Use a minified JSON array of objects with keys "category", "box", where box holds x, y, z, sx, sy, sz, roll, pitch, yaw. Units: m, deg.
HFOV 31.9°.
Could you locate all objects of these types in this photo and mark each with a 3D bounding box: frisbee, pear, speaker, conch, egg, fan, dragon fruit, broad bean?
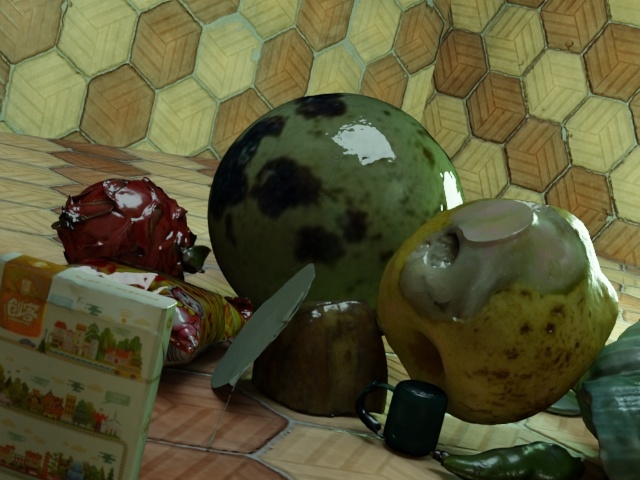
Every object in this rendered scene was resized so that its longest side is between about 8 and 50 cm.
[{"category":"frisbee","box":[0.310,0.215,1.534,0.110,0.014,0.110,14,11,-3]},{"category":"pear","box":[0.204,0.074,1.281,0.271,0.271,0.271,13,10,-2]},{"category":"speaker","box":[0.085,0.186,1.202,0.094,0.075,0.060,12,9,-6]},{"category":"conch","box":[0.377,0.197,1.285,0.220,0.277,0.195,38,-41,-18]},{"category":"egg","box":[0.014,-0.035,1.567,0.345,0.345,0.428,10,6,-23]},{"category":"fan","box":[-0.078,0.130,1.204,0.010,0.182,0.310,40,29,-10]},{"category":"dragon fruit","box":[-0.262,-0.005,1.537,0.209,0.172,0.172,26,5,-19]},{"category":"broad bean","box":[0.212,0.237,1.179,0.195,0.046,0.061,8,14,-24]}]

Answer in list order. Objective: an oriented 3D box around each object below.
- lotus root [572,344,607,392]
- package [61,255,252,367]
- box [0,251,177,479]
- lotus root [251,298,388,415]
[{"category":"lotus root","box":[0.408,0.197,1.541,0.110,0.097,0.258,46,-12,-18]},{"category":"package","box":[-0.215,0.081,1.298,0.223,0.108,0.288,20,1,8]},{"category":"box","box":[-0.175,0.129,0.735,0.122,0.220,0.032,16,12,11]},{"category":"lotus root","box":[-0.005,0.136,1.281,0.159,0.135,0.095,2,9,10]}]
